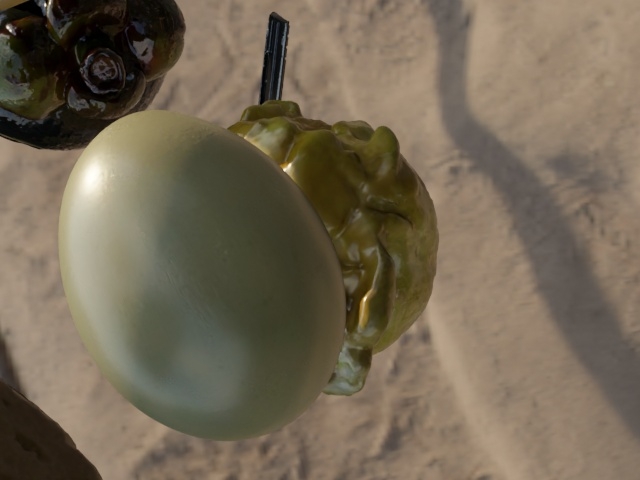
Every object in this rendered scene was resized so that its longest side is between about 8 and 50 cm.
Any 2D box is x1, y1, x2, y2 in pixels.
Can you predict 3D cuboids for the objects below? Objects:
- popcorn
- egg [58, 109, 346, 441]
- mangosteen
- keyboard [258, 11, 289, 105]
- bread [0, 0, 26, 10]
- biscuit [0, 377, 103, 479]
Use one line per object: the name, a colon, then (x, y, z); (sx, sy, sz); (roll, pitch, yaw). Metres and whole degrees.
popcorn: (0.003, 0.002, 1.284); (0.191, 0.190, 0.253); (-4, 84, 36)
egg: (-0.085, 0.024, 1.076); (0.186, 0.186, 0.241); (-35, 87, 35)
mangosteen: (-0.283, -0.215, 1.685); (0.287, 0.288, 0.233); (48, 128, 27)
keyboard: (-0.049, -0.115, 1.468); (0.063, 0.010, 0.198); (-133, 48, -66)
bread: (-0.332, -0.338, 1.378); (0.211, 0.270, 0.315); (-32, 41, -4)
biscuit: (-0.135, 0.115, 0.467); (0.042, 0.226, 0.226); (-46, 64, 31)
